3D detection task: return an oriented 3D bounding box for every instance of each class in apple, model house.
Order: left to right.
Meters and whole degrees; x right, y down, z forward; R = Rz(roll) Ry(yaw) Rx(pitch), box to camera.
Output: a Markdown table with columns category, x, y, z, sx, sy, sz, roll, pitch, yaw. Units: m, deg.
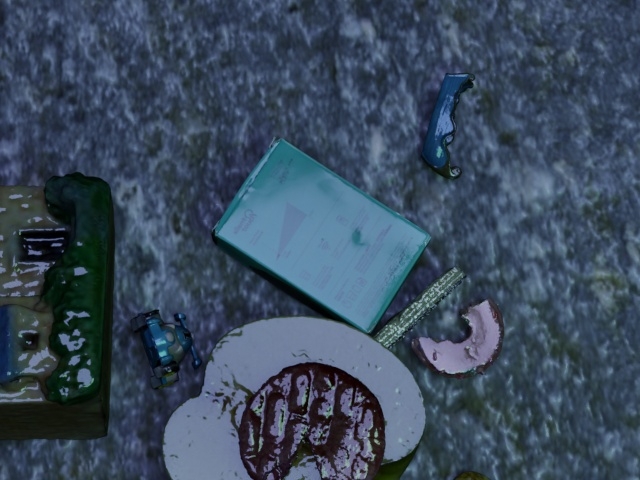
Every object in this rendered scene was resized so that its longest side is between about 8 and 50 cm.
| category | x | y | z | sx | sy | sz | roll | pitch | yaw |
| --- | --- | --- | --- | --- | --- | --- | --- | --- | --- |
| model house | -0.493 | 0.100 | 1.816 | 0.342 | 0.335 | 0.382 | 1 | 69 | -6 |
| apple | -0.039 | 0.299 | 1.830 | 0.360 | 0.312 | 0.320 | 26 | 36 | 7 |

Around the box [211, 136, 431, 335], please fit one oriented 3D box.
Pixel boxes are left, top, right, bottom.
| category | x | y | z | sx | sy | sz | roll | pitch | yaw |
| --- | --- | --- | --- | --- | --- | --- | --- | --- | --- |
| box | 0.000 | 0.000 | 1.973 | 0.311 | 0.118 | 0.205 | 32 | 76 | 2 |

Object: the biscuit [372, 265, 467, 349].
| category | x | y | z | sx | sy | sz | roll | pitch | yaw |
| --- | --- | --- | --- | --- | --- | --- | --- | --- | --- |
| biscuit | 0.152 | 0.122 | 1.960 | 0.199 | 0.121 | 0.040 | -42 | 84 | -10 |

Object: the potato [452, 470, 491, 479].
| category | x | y | z | sx | sy | sz | roll | pitch | yaw |
| --- | --- | --- | --- | --- | --- | --- | --- | --- | --- |
| potato | 0.261 | 0.460 | 1.925 | 0.107 | 0.080 | 0.171 | -16 | 82 | 5 |

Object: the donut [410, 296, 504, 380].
| category | x | y | z | sx | sy | sz | roll | pitch | yaw |
| --- | --- | --- | --- | --- | --- | --- | --- | --- | --- |
| donut | 0.243 | 0.176 | 1.985 | 0.166 | 0.065 | 0.117 | -30 | 81 | -8 |

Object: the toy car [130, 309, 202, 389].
| category | x | y | z | sx | sy | sz | roll | pitch | yaw |
| --- | --- | --- | --- | --- | --- | --- | --- | --- | --- |
| toy car | -0.241 | 0.160 | 1.906 | 0.098 | 0.161 | 0.126 | -19 | 80 | -19 |

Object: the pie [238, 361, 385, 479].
| category | x | y | z | sx | sy | sz | roll | pitch | yaw |
| --- | --- | --- | --- | --- | --- | --- | --- | --- | --- |
| pie | -0.009 | 0.286 | 1.763 | 0.218 | 0.054 | 0.204 | 21 | 80 | 7 |

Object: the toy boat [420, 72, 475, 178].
| category | x | y | z | sx | sy | sz | roll | pitch | yaw |
| --- | --- | --- | --- | --- | --- | --- | --- | --- | --- |
| toy boat | 0.230 | -0.200 | 2.052 | 0.077 | 0.075 | 0.186 | 17 | 81 | 7 |
